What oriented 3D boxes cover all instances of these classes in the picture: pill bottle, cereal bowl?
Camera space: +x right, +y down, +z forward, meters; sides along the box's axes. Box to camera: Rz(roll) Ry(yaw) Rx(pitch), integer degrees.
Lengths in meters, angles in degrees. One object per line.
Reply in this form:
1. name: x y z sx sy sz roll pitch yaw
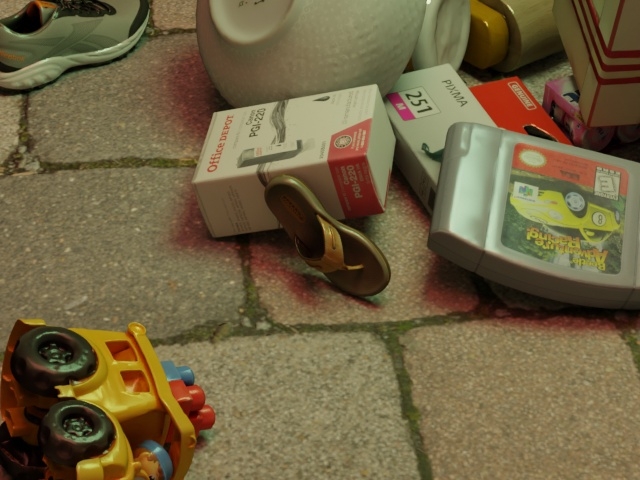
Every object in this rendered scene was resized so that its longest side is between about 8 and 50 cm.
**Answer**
1. pill bottle: 0.053 -0.304 1.883 0.278 0.162 0.162 11 39 27
2. cereal bowl: -0.039 -0.308 1.745 0.141 0.339 0.339 10 23 -50

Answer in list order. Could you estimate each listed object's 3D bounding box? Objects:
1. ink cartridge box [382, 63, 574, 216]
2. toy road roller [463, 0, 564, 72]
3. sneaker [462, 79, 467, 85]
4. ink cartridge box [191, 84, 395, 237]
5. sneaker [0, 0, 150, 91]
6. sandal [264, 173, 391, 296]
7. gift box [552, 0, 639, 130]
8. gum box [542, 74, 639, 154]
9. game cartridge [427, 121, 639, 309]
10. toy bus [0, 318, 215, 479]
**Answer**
1. ink cartridge box: 0.216 -0.121 1.725 0.239 0.060 0.275 -16 51 -19
2. toy road roller: 0.231 -0.416 1.974 0.202 0.240 0.329 -24 46 -28
3. sneaker: 0.180 -0.177 1.843 0.044 0.040 0.109 21 48 9
4. ink cartridge box: -0.031 -0.096 1.643 0.218 0.092 0.158 -10 36 16
5. sneaker: -0.350 -0.301 1.919 0.100 0.108 0.271 31 46 34
6. sandal: 0.000 0.000 1.547 0.180 0.072 0.049 45 31 2
7. gift box: 0.458 -0.297 1.711 0.276 0.255 0.258 -6 52 -1
8. gum box: 0.395 -0.180 1.829 0.188 0.062 0.107 -18 42 -22
9. game cartridge: 0.277 -0.023 1.578 0.294 0.060 0.196 13 59 -1
10. toy bus: -0.191 0.185 1.314 0.211 0.149 0.220 -1 38 -29
